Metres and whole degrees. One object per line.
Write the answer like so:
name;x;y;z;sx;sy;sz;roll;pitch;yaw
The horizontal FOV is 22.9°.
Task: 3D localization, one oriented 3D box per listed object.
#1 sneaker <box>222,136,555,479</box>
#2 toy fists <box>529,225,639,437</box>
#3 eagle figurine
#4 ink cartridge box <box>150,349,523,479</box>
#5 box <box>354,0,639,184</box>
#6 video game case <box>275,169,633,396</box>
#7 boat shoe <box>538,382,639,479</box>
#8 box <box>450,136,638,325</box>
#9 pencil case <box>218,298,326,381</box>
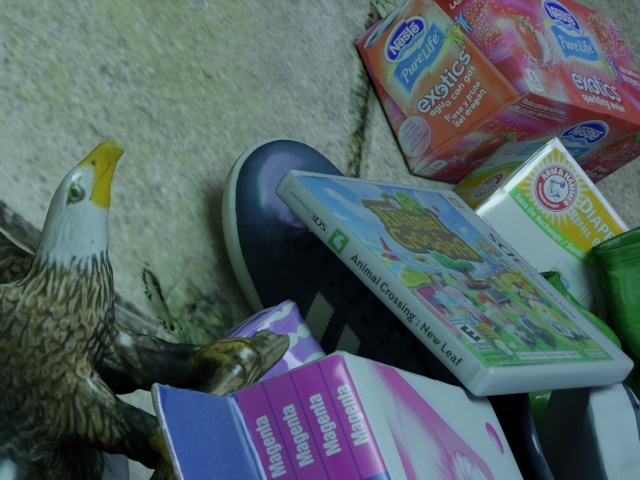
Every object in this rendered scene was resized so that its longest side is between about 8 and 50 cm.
sneaker;0.063;0.067;1.077;0.131;0.148;0.350;-30;85;-31
toy fists;0.232;0.083;1.269;0.279;0.096;0.142;-22;97;-18
eagle figurine;-0.171;0.032;0.812;0.298;0.225;0.226;25;-12;2
ink cartridge box;0.071;0.217;0.772;0.330;0.071;0.324;24;42;-65
box;0.191;-0.146;1.516;0.300;0.142;0.154;8;54;-53
video game case;0.093;0.026;1.035;0.193;0.023;0.212;45;22;27
boat shoe;0.247;0.195;1.034;0.156;0.136;0.367;13;14;-9
box;0.207;0.019;1.371;0.203;0.103;0.114;50;-12;-10
pencil case;-0.004;0.139;1.016;0.206;0.088;0.086;58;-10;4
